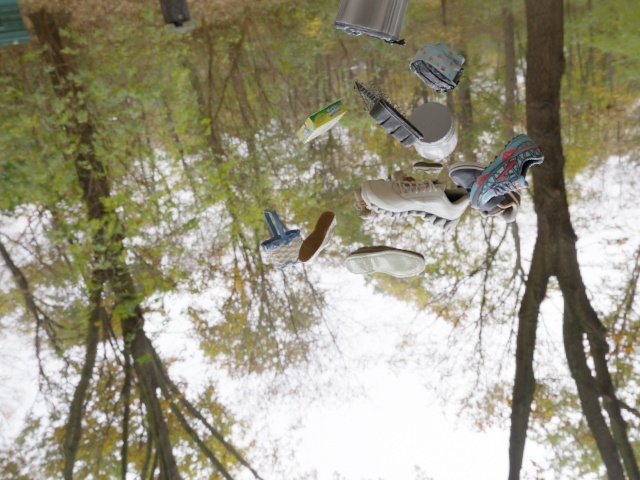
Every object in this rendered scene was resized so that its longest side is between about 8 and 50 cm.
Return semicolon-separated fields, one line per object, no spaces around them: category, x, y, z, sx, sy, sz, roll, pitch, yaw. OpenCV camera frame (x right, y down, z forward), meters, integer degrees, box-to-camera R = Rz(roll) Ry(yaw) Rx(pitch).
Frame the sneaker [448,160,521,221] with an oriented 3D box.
sneaker;0.586;-0.167;1.698;0.321;0.127;0.126;21;155;-22

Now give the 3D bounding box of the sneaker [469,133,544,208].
sneaker;0.559;-0.188;1.456;0.104;0.261;0.125;4;-142;-52

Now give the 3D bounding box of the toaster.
toaster;0.159;-0.662;1.396;0.227;0.146;0.129;23;-160;20

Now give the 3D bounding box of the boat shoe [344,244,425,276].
boat shoe;0.237;0.066;1.741;0.305;0.109;0.091;-2;-153;32

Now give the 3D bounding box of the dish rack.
dish rack;0.213;-0.430;1.577;0.074;0.208;0.271;-41;-141;23

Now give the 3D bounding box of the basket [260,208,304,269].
basket;-0.197;-0.017;2.350;0.201;0.288;0.255;-28;-166;-10

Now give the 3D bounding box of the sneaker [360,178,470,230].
sneaker;0.242;-0.114;1.219;0.292;0.118;0.110;10;-129;-19

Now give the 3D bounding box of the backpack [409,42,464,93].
backpack;0.450;-0.681;1.881;0.189;0.144;0.166;25;-179;-13

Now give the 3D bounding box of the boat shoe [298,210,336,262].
boat shoe;0.000;0.000;2.217;0.098;0.096;0.277;22;-110;34

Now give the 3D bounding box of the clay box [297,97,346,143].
clay box;0.005;-0.410;1.662;0.127;0.053;0.222;-33;-174;-14

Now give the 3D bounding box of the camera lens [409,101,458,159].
camera lens;0.545;-0.525;2.336;0.220;0.219;0.274;-4;172;19

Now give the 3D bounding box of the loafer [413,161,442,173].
loafer;0.550;-0.370;2.482;0.148;0.050;0.056;6;-143;9

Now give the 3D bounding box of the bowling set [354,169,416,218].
bowling set;0.290;-0.167;1.885;0.287;0.154;0.200;-25;-162;-26
